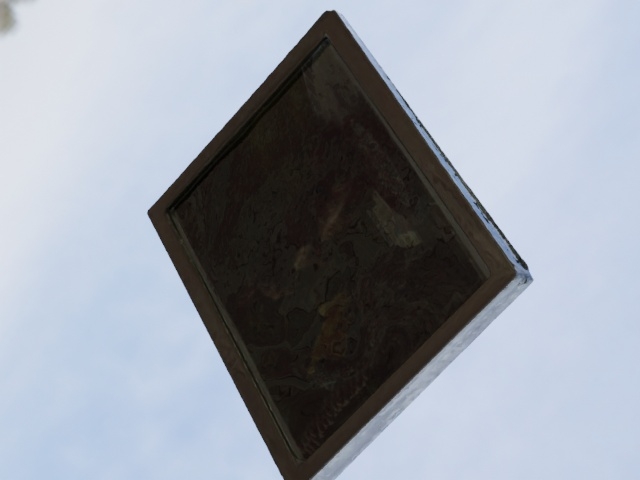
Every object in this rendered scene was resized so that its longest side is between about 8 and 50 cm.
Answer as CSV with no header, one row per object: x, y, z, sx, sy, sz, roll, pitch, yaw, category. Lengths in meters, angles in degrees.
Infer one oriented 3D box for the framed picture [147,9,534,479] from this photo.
0.000,0.000,0.359,0.066,0.006,0.089,-46,-133,18,framed picture
